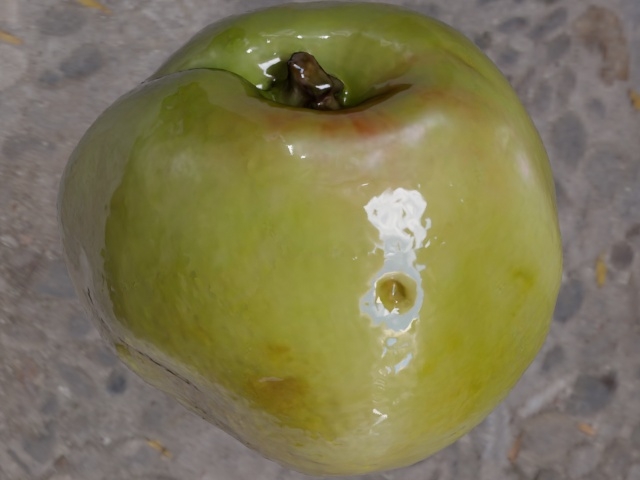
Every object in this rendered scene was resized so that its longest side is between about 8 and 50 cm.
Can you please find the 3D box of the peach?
[{"bbox_3d":[0.003,-0.002,0.929,0.281,0.314,0.316,-54,141,-26],"label":"peach"}]
